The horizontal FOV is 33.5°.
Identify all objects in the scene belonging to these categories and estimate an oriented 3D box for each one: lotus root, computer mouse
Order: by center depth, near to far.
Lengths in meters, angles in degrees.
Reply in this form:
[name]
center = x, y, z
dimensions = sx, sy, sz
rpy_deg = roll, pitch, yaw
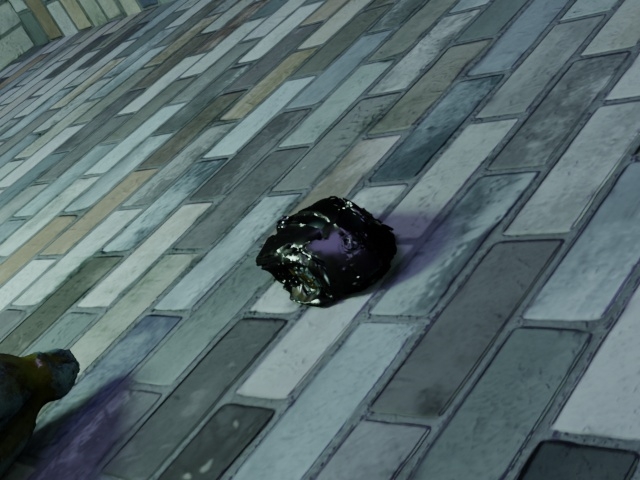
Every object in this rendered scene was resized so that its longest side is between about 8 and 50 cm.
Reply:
[lotus root]
center = -0.420, 0.216, 1.215
dimensions = 0.140, 0.158, 0.322
rpy_deg = 20, 44, 28
[computer mouse]
center = 0.000, 0.000, 1.256
dimensions = 0.146, 0.077, 0.242
rpy_deg = -39, 25, -22
